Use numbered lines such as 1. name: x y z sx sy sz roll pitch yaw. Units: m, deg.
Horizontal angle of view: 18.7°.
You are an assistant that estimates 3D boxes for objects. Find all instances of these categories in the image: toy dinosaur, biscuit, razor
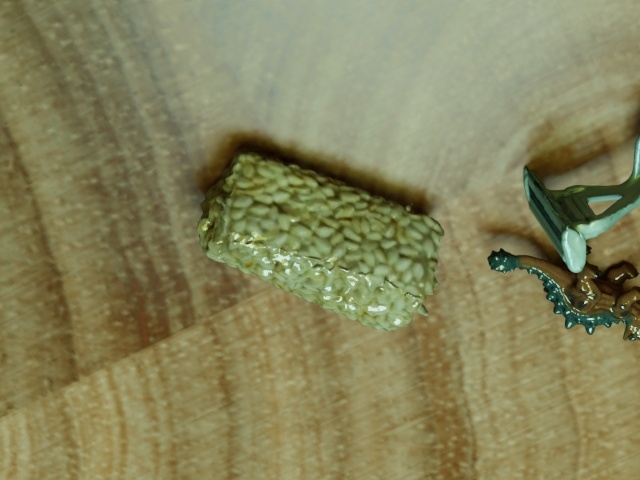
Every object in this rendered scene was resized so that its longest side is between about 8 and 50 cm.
1. toy dinosaur: 0.186 0.035 1.380 0.154 0.049 0.055 21 120 -20
2. biscuit: 0.000 0.000 1.336 0.168 0.082 0.070 21 142 -14
3. razor: 0.246 -0.102 1.289 0.056 0.111 0.278 37 103 -20
